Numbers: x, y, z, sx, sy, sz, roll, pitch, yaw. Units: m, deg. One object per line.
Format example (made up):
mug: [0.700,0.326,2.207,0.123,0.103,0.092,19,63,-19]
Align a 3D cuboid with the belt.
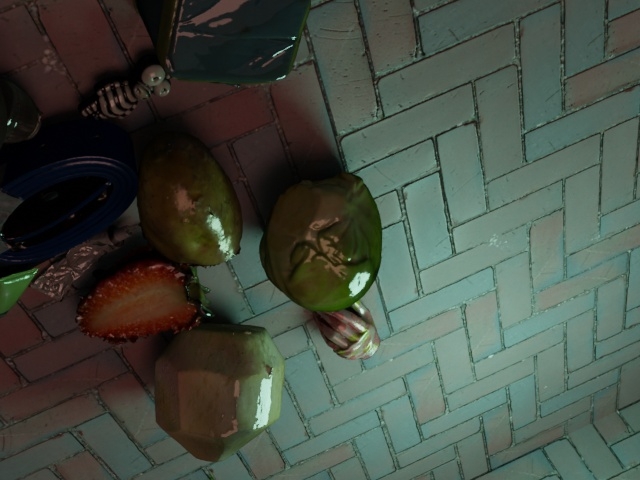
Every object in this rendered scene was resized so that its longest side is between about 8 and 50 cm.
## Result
belt: [-0.505,-0.090,1.584,0.347,0.117,0.212,-28,141,13]

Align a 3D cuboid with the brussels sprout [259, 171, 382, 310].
brussels sprout: [0.000,0.000,1.868,0.268,0.344,0.344,-2,143,23]

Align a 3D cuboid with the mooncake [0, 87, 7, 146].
mooncake: [-0.685,-0.199,1.334,0.334,0.174,0.326,41,117,-18]

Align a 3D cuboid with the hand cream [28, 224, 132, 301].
hand cream: [-0.503,0.040,1.796,0.257,0.050,0.084,-36,136,18]

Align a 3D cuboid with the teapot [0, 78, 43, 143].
teapot: [-0.558,-0.206,1.485,0.149,0.111,0.108,-49,154,11]

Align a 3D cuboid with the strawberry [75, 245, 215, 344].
strawberry: [-0.403,0.106,1.871,0.307,0.137,0.233,-13,128,12]

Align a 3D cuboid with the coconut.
coconut: [-0.244,0.371,2.068,0.353,0.352,0.352,-14,136,-14]

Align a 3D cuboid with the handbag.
handbag: [-0.168,-0.398,1.399,0.263,0.241,0.222,-6,133,-24]

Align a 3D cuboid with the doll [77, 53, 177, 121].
doll: [-0.341,-0.283,1.550,0.219,0.067,0.091,-31,145,1]

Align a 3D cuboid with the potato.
potato: [-0.267,-0.096,1.655,0.229,0.229,0.266,-18,150,-11]

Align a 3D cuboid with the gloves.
gloves: [0.072,0.231,2.229,0.145,0.126,0.241,-33,146,12]

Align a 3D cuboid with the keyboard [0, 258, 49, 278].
keyboard: [-0.704,0.084,1.727,0.317,0.027,0.106,-28,163,-1]

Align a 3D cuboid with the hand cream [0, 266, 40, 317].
hand cream: [-0.659,0.112,1.759,0.095,0.046,0.175,-18,159,-49]
